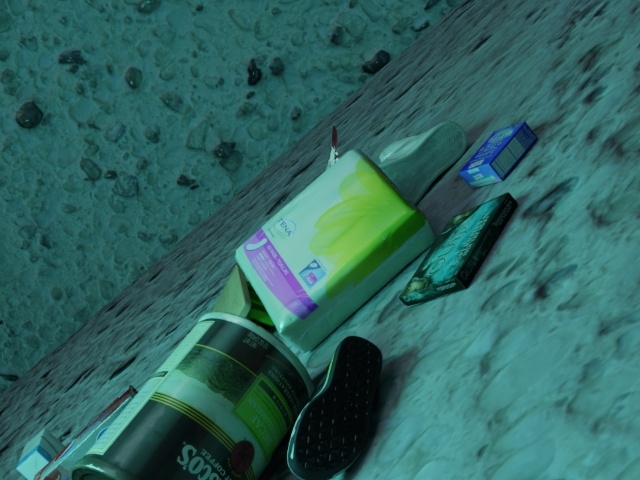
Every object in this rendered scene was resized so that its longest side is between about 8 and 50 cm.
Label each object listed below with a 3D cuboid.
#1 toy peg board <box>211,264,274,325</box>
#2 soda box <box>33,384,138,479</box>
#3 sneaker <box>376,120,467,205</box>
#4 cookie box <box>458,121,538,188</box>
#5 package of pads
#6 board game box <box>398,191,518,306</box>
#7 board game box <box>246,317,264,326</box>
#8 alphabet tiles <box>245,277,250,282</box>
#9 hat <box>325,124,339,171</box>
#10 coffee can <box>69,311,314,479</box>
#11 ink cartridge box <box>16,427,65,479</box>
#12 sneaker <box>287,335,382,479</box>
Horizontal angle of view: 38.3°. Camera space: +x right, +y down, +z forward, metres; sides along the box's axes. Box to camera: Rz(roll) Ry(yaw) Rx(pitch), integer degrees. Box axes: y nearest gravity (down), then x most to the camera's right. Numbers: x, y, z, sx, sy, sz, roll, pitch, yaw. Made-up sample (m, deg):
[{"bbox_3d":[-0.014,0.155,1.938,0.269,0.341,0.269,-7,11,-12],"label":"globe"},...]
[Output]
[{"bbox_3d":[-0.153,0.159,1.772,0.161,0.079,0.161,-62,20,18],"label":"toy peg board"},{"bbox_3d":[-0.433,0.410,1.790,0.263,0.092,0.083,-43,13,-3],"label":"soda box"},{"bbox_3d":[0.139,-0.116,1.787,0.292,0.108,0.169,-36,9,-17],"label":"sneaker"},{"bbox_3d":[0.292,-0.140,1.518,0.107,0.040,0.092,-47,14,-20],"label":"cookie box"},{"bbox_3d":[0.017,0.009,1.536,0.296,0.101,0.229,-41,43,4],"label":"package of pads"},{"bbox_3d":[0.198,0.014,1.330,0.126,0.026,0.186,-26,21,51],"label":"board game box"},{"bbox_3d":[-0.123,0.140,1.886,0.281,0.027,0.145,-34,16,35],"label":"board game box"},{"bbox_3d":[-0.235,0.178,2.043,0.342,0.011,0.285,-51,6,-32],"label":"alphabet tiles"},{"bbox_3d":[-0.005,-0.106,1.978,0.208,0.183,0.173,-44,12,-7],"label":"hat"},{"bbox_3d":[-0.163,0.259,1.217,0.201,0.201,0.275,-26,21,52],"label":"coffee can"},{"bbox_3d":[-0.597,0.481,2.025,0.060,0.104,0.180,-43,13,-1],"label":"ink cartridge box"},{"bbox_3d":[0.019,0.220,1.141,0.235,0.084,0.097,-56,-6,-49],"label":"sneaker"}]
